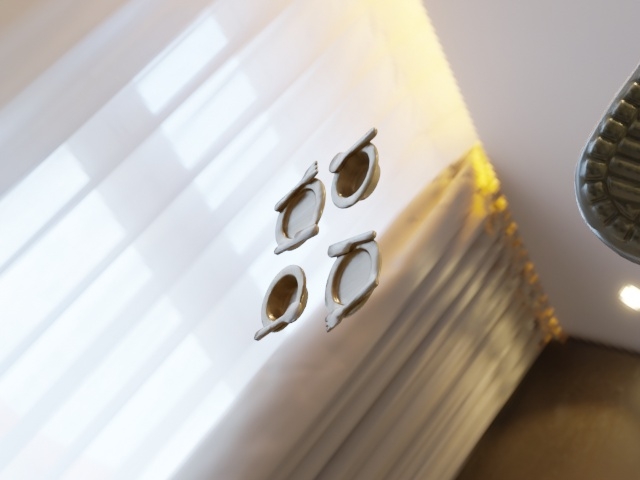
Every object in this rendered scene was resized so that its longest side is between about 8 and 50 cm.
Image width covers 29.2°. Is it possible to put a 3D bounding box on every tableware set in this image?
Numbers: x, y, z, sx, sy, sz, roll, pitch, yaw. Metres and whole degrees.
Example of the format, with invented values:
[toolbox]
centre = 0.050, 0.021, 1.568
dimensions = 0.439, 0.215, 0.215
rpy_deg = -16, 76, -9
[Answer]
[tableware set]
centre = 0.000, 0.000, 0.935
dimensions = 0.020, 0.169, 0.141
rpy_deg = 26, -38, -30

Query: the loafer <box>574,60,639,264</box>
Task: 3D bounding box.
[loafer]
centre = 0.198, -0.089, 0.524
dimensions = 0.094, 0.251, 0.087
rpy_deg = 40, -3, 21
